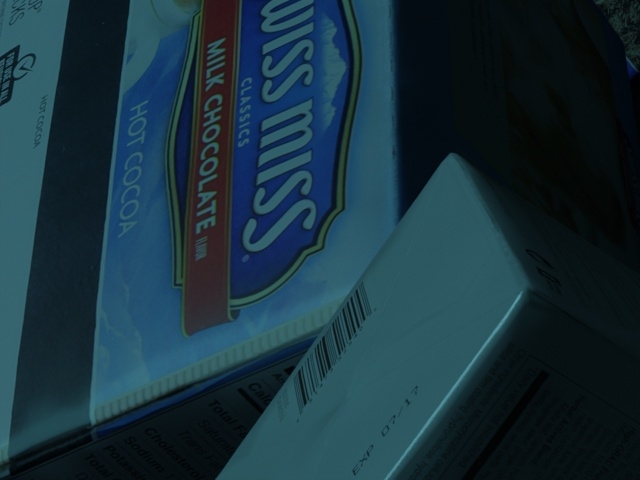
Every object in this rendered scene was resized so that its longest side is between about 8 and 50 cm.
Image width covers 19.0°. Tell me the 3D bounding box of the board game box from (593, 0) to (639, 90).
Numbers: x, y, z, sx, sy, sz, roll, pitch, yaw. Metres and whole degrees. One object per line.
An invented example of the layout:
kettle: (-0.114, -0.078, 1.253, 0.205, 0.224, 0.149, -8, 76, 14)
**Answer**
board game box: (0.209, -0.263, 1.025, 0.141, 0.232, 0.291, -27, -14, -46)

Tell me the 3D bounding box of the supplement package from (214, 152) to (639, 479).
supplement package: (0.106, 0.107, 0.556, 0.139, 0.244, 0.134, -54, 14, 12)

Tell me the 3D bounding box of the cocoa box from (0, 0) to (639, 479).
cocoa box: (0.000, 0.000, 0.816, 0.228, 0.231, 0.347, -25, 40, 25)
